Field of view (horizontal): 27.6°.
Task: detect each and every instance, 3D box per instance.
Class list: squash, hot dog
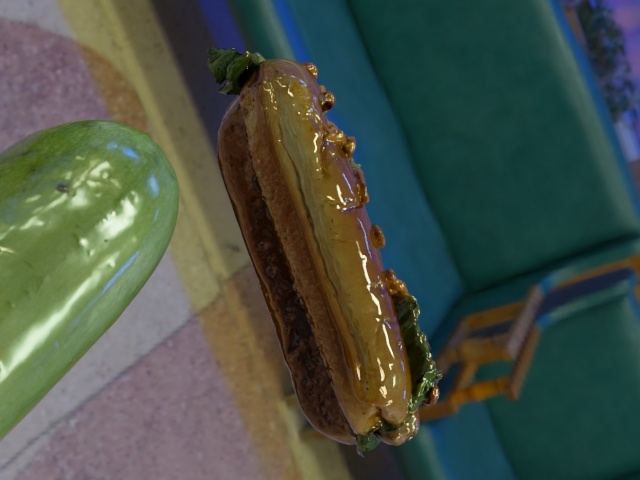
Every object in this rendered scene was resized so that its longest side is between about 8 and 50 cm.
[{"bbox_3d":[-0.203,0.060,0.700,0.370,0.118,0.118,-52,123,-37],"label":"squash"},{"bbox_3d":[0.000,0.000,0.565,0.055,0.072,0.188,-13,78,-24],"label":"hot dog"}]
